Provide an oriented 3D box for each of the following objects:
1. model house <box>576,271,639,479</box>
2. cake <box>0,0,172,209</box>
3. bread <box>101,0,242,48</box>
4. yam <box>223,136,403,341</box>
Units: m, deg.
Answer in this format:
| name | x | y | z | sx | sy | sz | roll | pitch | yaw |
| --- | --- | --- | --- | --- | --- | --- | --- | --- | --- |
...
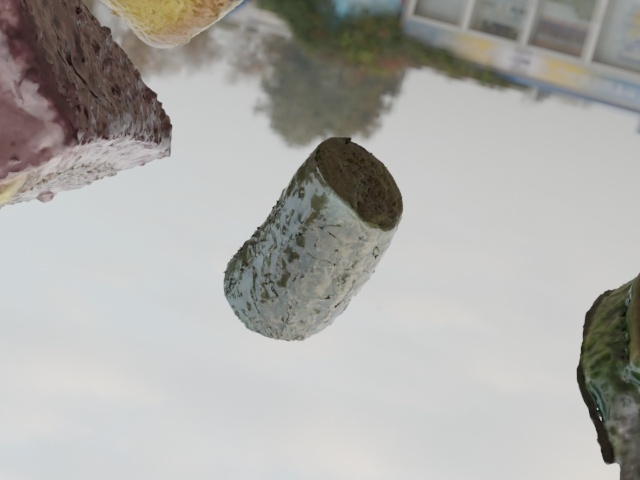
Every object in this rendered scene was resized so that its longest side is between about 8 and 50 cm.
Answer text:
| name | x | y | z | sx | sy | sz | roll | pitch | yaw |
| --- | --- | --- | --- | --- | --- | --- | --- | --- | --- |
| model house | 0.409 | 0.123 | 1.291 | 0.261 | 0.321 | 0.266 | 13 | 146 | -37 |
| cake | -0.137 | -0.044 | 0.658 | 0.115 | 0.113 | 0.295 | -18 | 172 | 4 |
| bread | -0.122 | -0.312 | 1.544 | 0.146 | 0.268 | 0.268 | 50 | 180 | -16 |
| yam | 0.000 | 0.000 | 1.227 | 0.107 | 0.183 | 0.107 | 15 | -130 | -18 |
